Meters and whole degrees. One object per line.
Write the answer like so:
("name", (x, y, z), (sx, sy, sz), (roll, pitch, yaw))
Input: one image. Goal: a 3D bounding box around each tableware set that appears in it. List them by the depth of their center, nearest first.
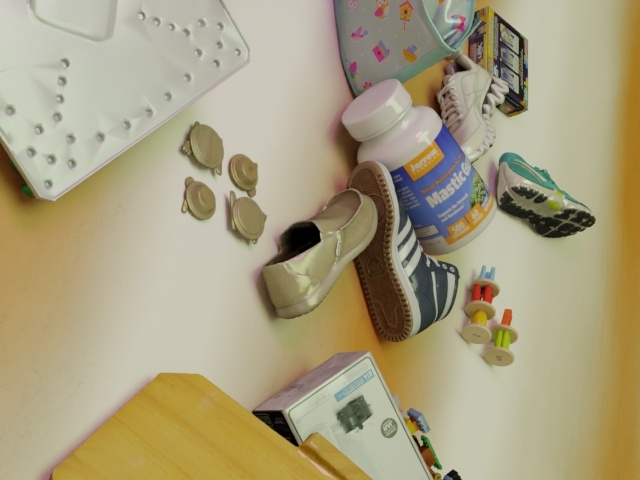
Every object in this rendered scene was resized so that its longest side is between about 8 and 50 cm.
("tableware set", (-0.134, -0.079, 1.764), (0.168, 0.020, 0.141), (29, 53, -41))

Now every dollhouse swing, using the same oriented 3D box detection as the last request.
("dollhouse swing", (-0.145, 0.392, 1.517), (0.347, 0.305, 0.315), (-44, 151, -50))

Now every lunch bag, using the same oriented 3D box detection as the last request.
("lunch bag", (0.139, -0.372, 2.055), (0.160, 0.223, 0.262), (18, 61, -38))

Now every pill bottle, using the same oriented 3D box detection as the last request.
("pill bottle", (0.154, -0.121, 2.025), (0.272, 0.152, 0.152), (52, 41, -23))

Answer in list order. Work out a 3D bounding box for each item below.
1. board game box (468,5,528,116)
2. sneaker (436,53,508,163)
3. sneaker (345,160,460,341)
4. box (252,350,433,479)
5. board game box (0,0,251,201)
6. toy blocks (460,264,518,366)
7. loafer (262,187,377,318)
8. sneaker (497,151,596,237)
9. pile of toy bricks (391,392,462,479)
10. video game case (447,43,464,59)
("board game box", (0.346, -0.346, 2.443), (0.141, 0.048, 0.170), (29, 54, -38))
("sneaker", (0.249, -0.225, 2.238), (0.118, 0.110, 0.292), (44, 36, -19))
("sneaker", (0.131, 0.009, 1.984), (0.153, 0.099, 0.282), (-12, 90, -49))
("box", (0.050, 0.316, 1.726), (0.169, 0.087, 0.290), (-30, 100, -31))
("board game box", (-0.313, -0.302, 1.551), (0.390, 0.050, 0.390), (-42, 108, -37))
("toy blocks", (0.301, 0.126, 2.180), (0.123, 0.054, 0.148), (44, 45, -29))
("loafer", (0.000, 0.000, 1.827), (0.092, 0.102, 0.268), (59, 39, -25))
("sneaker", (0.434, -0.087, 2.401), (0.275, 0.107, 0.110), (29, 44, -41))
("pile of toy bricks", (0.127, 0.343, 1.851), (0.105, 0.118, 0.212), (-35, 116, -18))
("video game case", (0.238, -0.553, 2.309), (0.300, 0.036, 0.329), (66, 29, -51))
